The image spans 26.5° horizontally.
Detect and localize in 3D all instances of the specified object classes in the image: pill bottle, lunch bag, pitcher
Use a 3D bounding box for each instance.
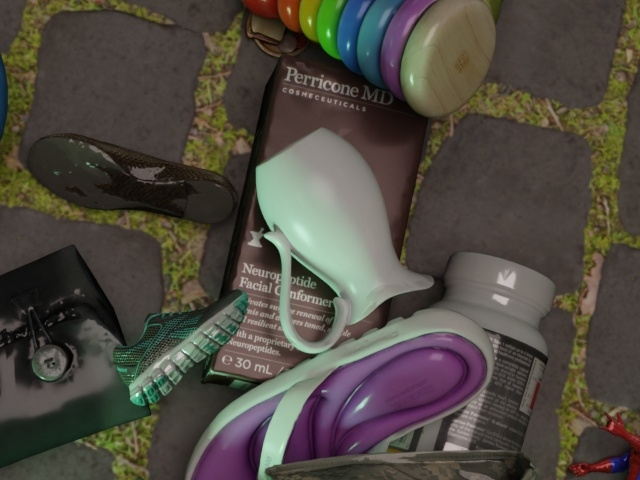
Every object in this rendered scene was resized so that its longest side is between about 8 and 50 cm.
[{"bbox_3d":[0.172,0.165,1.575,0.162,0.162,0.278,21,78,-6],"label":"pill bottle"},{"bbox_3d":[0.097,0.347,1.398,0.287,0.169,0.235,-6,112,-16],"label":"lunch bag"},{"bbox_3d":[0.000,0.000,1.451,0.177,0.125,0.207,-34,96,-26],"label":"pitcher"}]

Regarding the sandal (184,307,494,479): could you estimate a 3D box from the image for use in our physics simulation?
[{"bbox_3d":[0.003,0.213,1.457,0.169,0.102,0.416,40,116,-22],"label":"sandal"}]

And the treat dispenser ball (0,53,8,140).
[{"bbox_3d":[-0.480,-0.155,1.451,0.288,0.288,0.288,2,81,-10],"label":"treat dispenser ball"}]

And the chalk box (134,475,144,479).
[{"bbox_3d":[-0.188,0.353,1.485,0.213,0.132,0.132,37,77,17],"label":"chalk box"}]

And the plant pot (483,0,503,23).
[{"bbox_3d":[0.151,-0.379,1.630,0.276,0.276,0.254,40,65,-2],"label":"plant pot"}]

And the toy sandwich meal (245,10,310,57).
[{"bbox_3d":[-0.049,-0.266,1.675,0.085,0.029,0.086,2,81,-9],"label":"toy sandwich meal"}]

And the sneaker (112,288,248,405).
[{"bbox_3d":[-0.153,0.098,1.458,0.166,0.065,0.076,-38,69,-10],"label":"sneaker"}]

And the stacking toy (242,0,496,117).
[{"bbox_3d":[0.035,-0.258,1.558,0.330,0.141,0.141,29,74,35],"label":"stacking toy"}]

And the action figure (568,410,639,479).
[{"bbox_3d":[0.340,0.310,1.615,0.139,0.091,0.280,27,77,-14],"label":"action figure"}]

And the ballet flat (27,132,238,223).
[{"bbox_3d":[-0.219,-0.075,1.607,0.250,0.058,0.084,12,114,-2],"label":"ballet flat"}]

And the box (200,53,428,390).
[{"bbox_3d":[-0.004,-0.003,1.587,0.191,0.143,0.381,13,77,-7],"label":"box"}]

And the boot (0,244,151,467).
[{"bbox_3d":[-0.392,0.252,1.486,0.445,0.146,0.367,-23,87,-17],"label":"boot"}]
